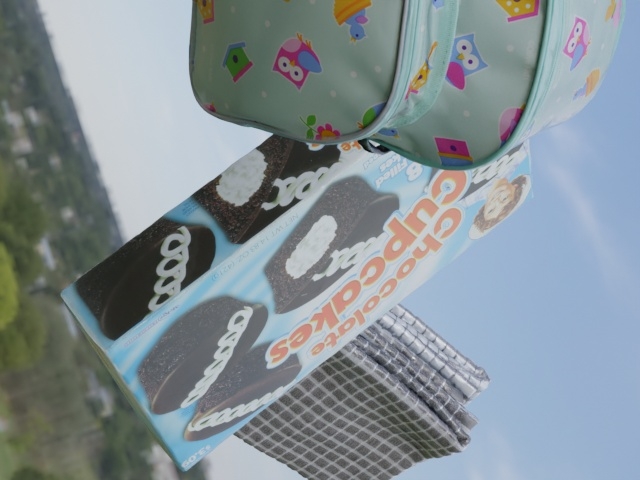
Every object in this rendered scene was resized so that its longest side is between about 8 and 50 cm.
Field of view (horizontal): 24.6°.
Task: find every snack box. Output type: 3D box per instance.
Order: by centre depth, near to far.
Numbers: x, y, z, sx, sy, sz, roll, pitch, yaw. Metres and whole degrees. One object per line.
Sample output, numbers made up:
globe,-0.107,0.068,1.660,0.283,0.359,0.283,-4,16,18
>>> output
snack box,0.000,0.000,0.961,0.060,0.322,0.187,46,-13,29

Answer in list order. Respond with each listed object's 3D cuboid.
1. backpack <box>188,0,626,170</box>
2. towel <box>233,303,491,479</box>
backpack,0.036,-0.116,0.660,0.188,0.144,0.166,15,-68,26
towel,0.022,0.177,1.708,0.283,0.235,0.121,39,36,-20
